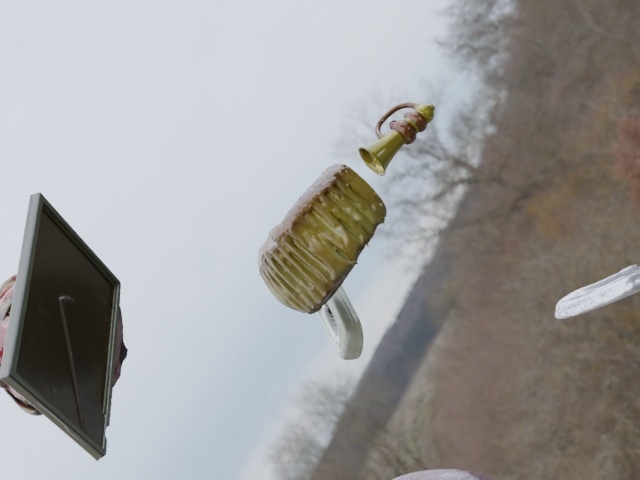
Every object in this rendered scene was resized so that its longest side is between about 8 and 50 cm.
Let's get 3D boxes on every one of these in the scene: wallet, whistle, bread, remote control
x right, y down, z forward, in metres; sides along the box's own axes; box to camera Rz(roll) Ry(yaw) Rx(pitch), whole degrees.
[{"bbox_3d":[0.365,0.050,1.349,0.183,0.032,0.124,-15,-9,-44],"label":"wallet"},{"bbox_3d":[0.094,-0.130,1.385,0.109,0.046,0.057,-45,18,-18],"label":"whistle"},{"bbox_3d":[0.000,0.000,1.749,0.227,0.142,0.253,-49,-4,-2],"label":"bread"},{"bbox_3d":[0.021,0.116,1.893,0.221,0.042,0.078,-119,30,-49],"label":"remote control"}]

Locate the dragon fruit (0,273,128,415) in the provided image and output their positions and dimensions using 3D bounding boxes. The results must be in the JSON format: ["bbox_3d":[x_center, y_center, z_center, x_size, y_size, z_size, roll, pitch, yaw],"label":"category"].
[{"bbox_3d":[-0.582,0.203,2.303,0.296,0.263,0.314,-42,-43,-48],"label":"dragon fruit"}]

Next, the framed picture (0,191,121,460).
[{"bbox_3d":[-0.322,0.108,1.441,0.211,0.020,0.289,56,-158,-45],"label":"framed picture"}]

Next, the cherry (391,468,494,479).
[{"bbox_3d":[0.208,0.479,1.780,0.213,0.285,0.236,112,-179,-75],"label":"cherry"}]
